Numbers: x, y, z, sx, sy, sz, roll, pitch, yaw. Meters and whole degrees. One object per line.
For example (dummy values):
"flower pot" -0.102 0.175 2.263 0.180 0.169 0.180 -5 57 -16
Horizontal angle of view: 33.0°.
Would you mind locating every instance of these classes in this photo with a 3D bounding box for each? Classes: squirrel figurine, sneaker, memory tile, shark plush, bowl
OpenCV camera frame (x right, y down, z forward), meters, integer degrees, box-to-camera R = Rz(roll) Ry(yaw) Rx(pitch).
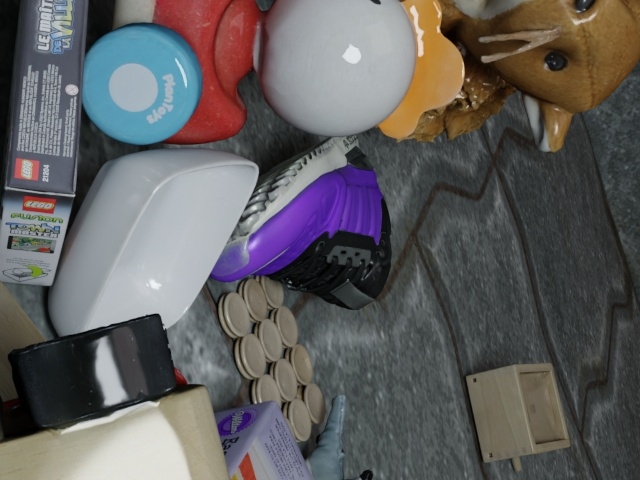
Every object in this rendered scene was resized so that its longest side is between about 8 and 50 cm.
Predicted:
"squirrel figurine" 0.139 -0.251 1.064 0.281 0.370 0.397 -56 170 -9
"sneaker" 0.001 0.000 0.919 0.146 0.102 0.293 62 26 -7
"memory tile" -0.039 0.101 0.904 0.148 0.012 0.113 70 24 -9
"shark plush" 0.017 0.208 0.891 0.073 0.067 0.161 57 29 -34
"bowl" -0.112 -0.001 0.690 0.053 0.142 0.142 34 19 17

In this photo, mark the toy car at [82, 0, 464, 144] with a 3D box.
"toy car" -0.016 -0.155 0.730 0.219 0.238 0.210 -88 -171 -75

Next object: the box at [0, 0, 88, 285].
"box" -0.162 -0.090 0.633 0.036 0.114 0.206 6 62 -18

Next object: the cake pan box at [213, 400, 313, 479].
"cake pan box" -0.043 0.282 0.717 0.266 0.070 0.246 68 27 -15

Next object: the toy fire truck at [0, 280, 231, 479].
"toy fire truck" -0.169 0.095 0.458 0.246 0.217 0.158 160 -85 -72

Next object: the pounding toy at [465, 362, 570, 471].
"pounding toy" 0.250 0.231 1.384 0.141 0.100 0.130 7 69 -53
